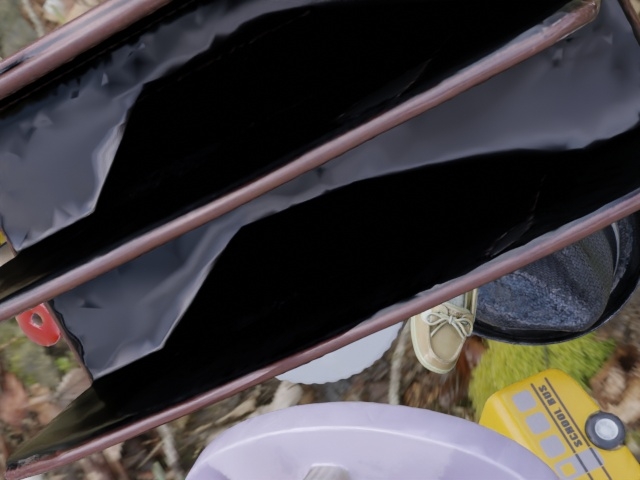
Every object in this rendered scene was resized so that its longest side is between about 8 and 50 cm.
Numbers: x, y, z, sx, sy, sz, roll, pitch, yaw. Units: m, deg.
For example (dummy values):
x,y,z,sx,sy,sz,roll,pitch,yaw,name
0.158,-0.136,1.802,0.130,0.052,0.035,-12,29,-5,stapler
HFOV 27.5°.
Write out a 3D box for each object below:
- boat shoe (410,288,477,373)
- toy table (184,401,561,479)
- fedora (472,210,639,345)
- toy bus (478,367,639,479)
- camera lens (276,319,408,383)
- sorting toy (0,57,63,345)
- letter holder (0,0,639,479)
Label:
x,y,z,sx,sy,sz,roll,pitch,yaw,name
0.126,0.052,1.247,0.056,0.048,0.153,24,61,-11,boat shoe
0.006,0.216,0.818,0.274,0.161,0.252,-18,114,33,toy table
0.243,0.019,1.606,0.334,0.152,0.334,3,115,6,fedora
0.331,0.316,1.566,0.130,0.108,0.332,-20,60,-18,toy bus
0.000,0.000,1.374,0.219,0.274,0.219,3,113,6,camera lens
-0.248,-0.051,0.951,0.132,0.046,0.274,-29,97,41,sorting toy
-0.036,-0.023,0.479,0.302,0.214,0.152,-25,100,20,letter holder
